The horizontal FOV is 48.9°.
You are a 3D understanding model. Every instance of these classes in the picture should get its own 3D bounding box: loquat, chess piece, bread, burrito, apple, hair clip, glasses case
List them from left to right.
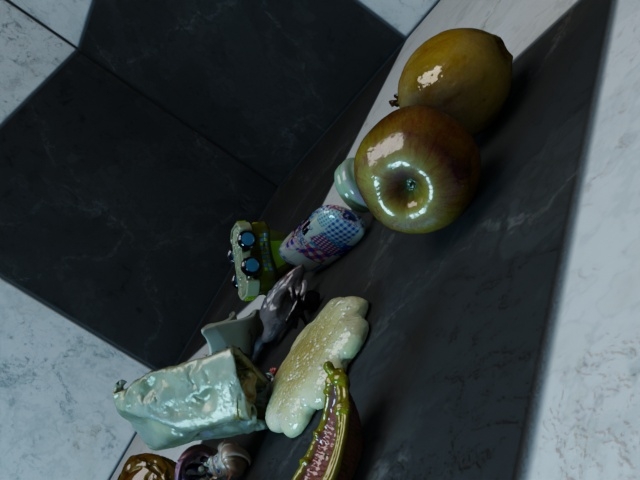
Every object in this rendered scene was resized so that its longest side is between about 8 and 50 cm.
[{"bbox_3d":[-0.263,0.337,1.411,0.332,0.190,0.135,-20,49,21],"label":"burrito"},{"bbox_3d":[-0.218,0.264,1.852,0.282,0.113,0.172,-55,-30,-72],"label":"hair clip"},{"bbox_3d":[-0.012,0.228,1.327,0.316,0.054,0.316,-51,12,15],"label":"bread"},{"bbox_3d":[0.000,0.000,1.751,0.327,0.125,0.076,-39,29,57],"label":"glasses case"},{"bbox_3d":[0.169,-0.183,1.634,0.271,0.139,0.139,-33,22,34],"label":"chess piece"},{"bbox_3d":[0.160,-0.118,1.169,0.211,0.211,0.188,-50,0,30],"label":"apple"},{"bbox_3d":[0.254,-0.288,1.329,0.238,0.193,0.238,-30,38,27],"label":"loquat"}]

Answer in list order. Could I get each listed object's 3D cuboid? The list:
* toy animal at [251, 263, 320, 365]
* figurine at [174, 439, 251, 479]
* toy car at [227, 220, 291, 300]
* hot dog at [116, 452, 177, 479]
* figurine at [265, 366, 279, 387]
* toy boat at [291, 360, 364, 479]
[{"bbox_3d":[-0.107,0.185,1.764,0.324,0.090,0.195,-48,22,43],"label":"toy animal"},{"bbox_3d":[-0.205,0.452,1.401,0.157,0.114,0.126,-28,55,7],"label":"figurine"},{"bbox_3d":[-0.177,0.059,2.229,0.204,0.198,0.248,135,127,-65],"label":"toy car"},{"bbox_3d":[-0.370,0.629,1.406,0.267,0.174,0.387,-47,23,47],"label":"hot dog"},{"bbox_3d":[-0.111,0.319,1.498,0.106,0.047,0.060,-87,23,-66],"label":"figurine"},{"bbox_3d":[-0.017,0.325,0.944,0.318,0.099,0.141,-63,9,-22],"label":"toy boat"}]
